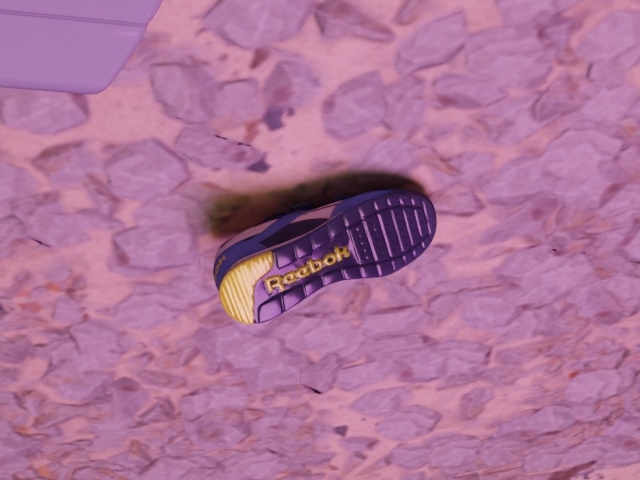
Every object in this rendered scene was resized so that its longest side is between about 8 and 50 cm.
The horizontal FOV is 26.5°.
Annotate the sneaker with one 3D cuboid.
[{"bbox_3d":[0.000,0.000,0.819,0.144,0.059,0.053,-18,114,-14],"label":"sneaker"}]

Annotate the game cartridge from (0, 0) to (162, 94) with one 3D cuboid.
[{"bbox_3d":[-0.142,-0.174,0.550,0.198,0.062,0.297,6,141,-14],"label":"game cartridge"}]
